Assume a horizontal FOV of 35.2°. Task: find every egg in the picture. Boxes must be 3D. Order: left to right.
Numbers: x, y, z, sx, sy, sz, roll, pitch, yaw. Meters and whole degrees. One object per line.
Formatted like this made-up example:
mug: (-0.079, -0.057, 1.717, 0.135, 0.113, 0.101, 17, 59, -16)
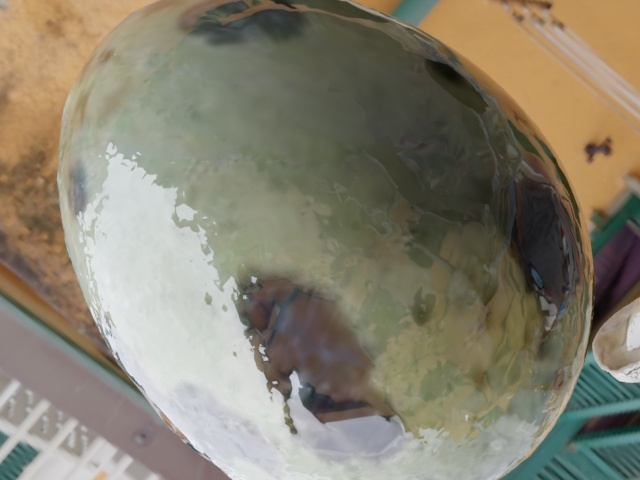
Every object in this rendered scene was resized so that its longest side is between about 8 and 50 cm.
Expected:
egg: (0.000, 0.000, 0.740, 0.428, 0.345, 0.345, 49, -175, -4)

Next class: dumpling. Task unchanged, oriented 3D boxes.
dumpling: (0.542, 0.136, 1.505, 0.163, 0.293, 0.204, 49, 155, 11)
